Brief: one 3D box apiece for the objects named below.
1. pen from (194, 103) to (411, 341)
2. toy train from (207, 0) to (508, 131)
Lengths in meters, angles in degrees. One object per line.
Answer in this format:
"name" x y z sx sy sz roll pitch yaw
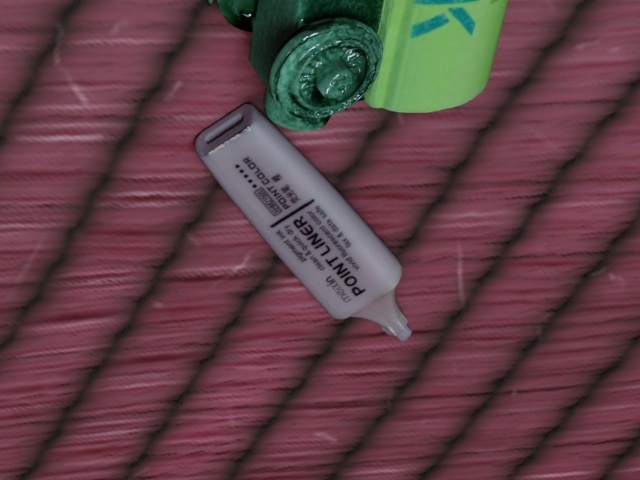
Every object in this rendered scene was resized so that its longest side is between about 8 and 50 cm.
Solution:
"pen" 0.000 0.000 0.978 0.053 0.032 0.197 -33 127 13
"toy train" 0.042 -0.165 0.817 0.157 0.105 0.253 -10 133 -24
